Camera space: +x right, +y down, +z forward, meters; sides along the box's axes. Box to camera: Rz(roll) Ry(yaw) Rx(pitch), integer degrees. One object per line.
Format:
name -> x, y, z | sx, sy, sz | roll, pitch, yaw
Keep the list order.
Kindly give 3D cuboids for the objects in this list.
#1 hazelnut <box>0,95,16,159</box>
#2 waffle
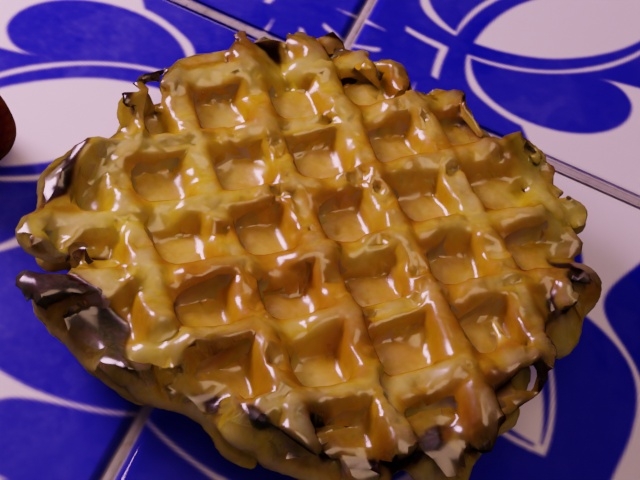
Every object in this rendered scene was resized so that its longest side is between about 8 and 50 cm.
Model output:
hazelnut -> -0.260, -0.087, 0.876 | 0.086, 0.086, 0.086 | 7, 54, -10
waffle -> 0.000, 0.000, 0.871 | 0.382, 0.095, 0.379 | 30, 53, 11
